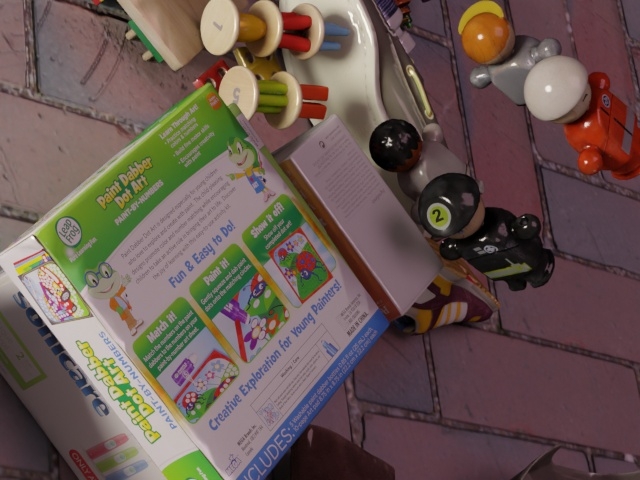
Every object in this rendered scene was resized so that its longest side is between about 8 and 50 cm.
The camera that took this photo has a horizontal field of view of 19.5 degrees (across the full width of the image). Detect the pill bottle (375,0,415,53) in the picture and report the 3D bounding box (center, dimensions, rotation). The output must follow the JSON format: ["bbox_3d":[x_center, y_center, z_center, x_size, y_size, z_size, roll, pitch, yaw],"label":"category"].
[{"bbox_3d":[0.040,-0.228,1.863,0.120,0.067,0.067,50,41,-12],"label":"pill bottle"}]

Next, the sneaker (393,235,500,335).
[{"bbox_3d":[0.107,0.054,1.779,0.069,0.084,0.185,51,8,28],"label":"sneaker"}]

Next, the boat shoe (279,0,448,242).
[{"bbox_3d":[0.050,-0.136,1.794,0.091,0.109,0.305,-18,88,-50],"label":"boat shoe"}]

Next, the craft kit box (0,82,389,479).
[{"bbox_3d":[-0.086,0.040,1.400,0.247,0.061,0.250,56,41,-11],"label":"craft kit box"}]

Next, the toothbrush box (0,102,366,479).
[{"bbox_3d":[-0.118,0.049,1.495,0.206,0.122,0.283,54,40,-8],"label":"toothbrush box"}]

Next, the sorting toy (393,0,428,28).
[{"bbox_3d":[0.094,-0.247,1.938,0.102,0.061,0.042,-25,87,-27],"label":"sorting toy"}]

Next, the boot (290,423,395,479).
[{"bbox_3d":[0.061,0.283,1.569,0.248,0.090,0.207,32,47,-31],"label":"boot"}]

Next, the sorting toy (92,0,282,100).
[{"bbox_3d":[-0.142,-0.221,1.685,0.274,0.046,0.132,51,41,-11],"label":"sorting toy"}]

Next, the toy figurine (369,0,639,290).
[{"bbox_3d":[0.157,-0.087,1.648,0.148,0.213,0.209,35,10,-37],"label":"toy figurine"}]

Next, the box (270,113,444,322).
[{"bbox_3d":[0.000,0.000,1.640,0.170,0.130,0.091,54,40,-7],"label":"box"}]

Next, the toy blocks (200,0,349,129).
[{"bbox_3d":[-0.027,-0.158,1.681,0.148,0.054,0.123,-1,69,-41],"label":"toy blocks"}]

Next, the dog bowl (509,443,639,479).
[{"bbox_3d":[0.251,0.362,1.713,0.348,0.102,0.349,25,51,-35],"label":"dog bowl"}]
